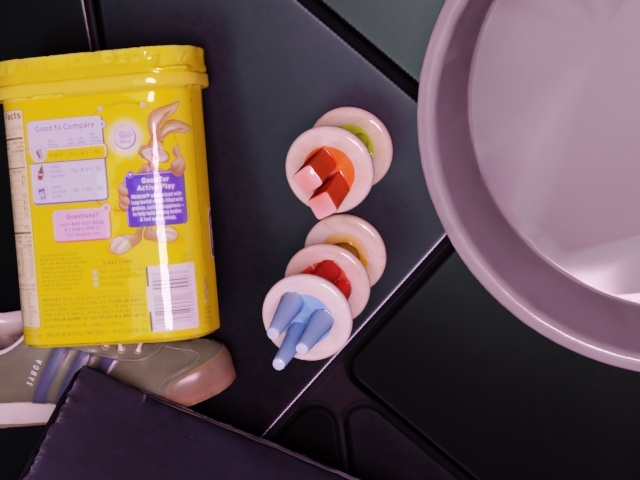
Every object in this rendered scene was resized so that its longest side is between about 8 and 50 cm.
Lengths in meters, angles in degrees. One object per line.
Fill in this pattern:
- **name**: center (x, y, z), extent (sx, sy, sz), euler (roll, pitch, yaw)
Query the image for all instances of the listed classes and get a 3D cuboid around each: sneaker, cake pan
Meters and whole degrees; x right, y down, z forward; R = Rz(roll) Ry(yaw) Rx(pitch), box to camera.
- **sneaker**: center (-0.155, 0.068, 0.926), extent (0.192, 0.064, 0.086), euler (-8, 112, 21)
- **cake pan**: center (0.201, -0.068, 0.790), extent (0.293, 0.054, 0.293), euler (5, 111, 13)

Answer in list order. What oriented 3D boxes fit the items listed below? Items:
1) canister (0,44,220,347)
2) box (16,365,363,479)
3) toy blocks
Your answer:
- **canister**: center (-0.125, -0.025, 0.857), extent (0.126, 0.073, 0.170), euler (-4, 92, 14)
- **box**: center (-0.037, 0.409, 0.867), extent (0.471, 0.297, 0.480), euler (23, 114, -2)
- **toy blocks**: center (0.000, 0.000, 0.816), extent (0.054, 0.148, 0.123), euler (7, 112, 12)
